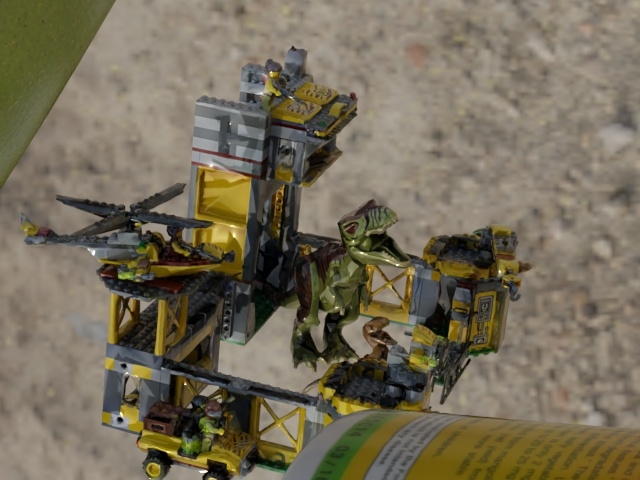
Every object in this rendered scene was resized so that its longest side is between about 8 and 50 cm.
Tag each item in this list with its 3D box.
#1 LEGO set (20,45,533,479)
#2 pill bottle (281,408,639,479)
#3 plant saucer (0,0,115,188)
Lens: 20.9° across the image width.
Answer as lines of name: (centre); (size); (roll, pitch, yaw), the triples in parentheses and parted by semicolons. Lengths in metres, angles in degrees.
LEGO set: (0.000, 0.000, 1.061); (0.255, 0.331, 0.192); (16, 115, 22)
pill bottle: (0.110, 0.131, 0.577); (0.246, 0.136, 0.136); (1, 92, 33)
plant saucer: (-0.117, -0.045, 0.579); (0.241, 0.037, 0.241); (-52, 16, 21)
